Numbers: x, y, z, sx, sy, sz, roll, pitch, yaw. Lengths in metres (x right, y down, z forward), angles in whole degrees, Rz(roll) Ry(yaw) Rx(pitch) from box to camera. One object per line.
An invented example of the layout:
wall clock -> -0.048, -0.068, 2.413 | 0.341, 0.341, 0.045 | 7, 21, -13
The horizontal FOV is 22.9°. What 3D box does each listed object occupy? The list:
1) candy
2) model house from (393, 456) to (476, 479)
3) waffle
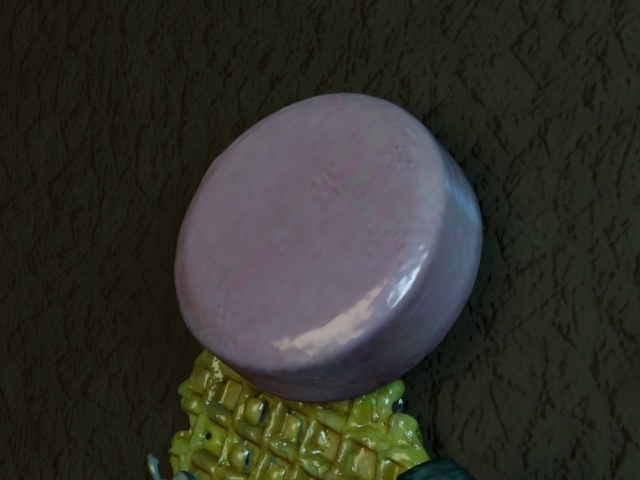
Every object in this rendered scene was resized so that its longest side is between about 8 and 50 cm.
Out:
candy -> 0.000, 0.000, 1.232 | 0.255, 0.094, 0.255 | -15, 57, 25
model house -> -0.009, 0.326, 0.981 | 0.329, 0.251, 0.295 | -21, 56, -11
waffle -> -0.021, 0.188, 1.264 | 0.262, 0.060, 0.280 | -32, 60, 29
